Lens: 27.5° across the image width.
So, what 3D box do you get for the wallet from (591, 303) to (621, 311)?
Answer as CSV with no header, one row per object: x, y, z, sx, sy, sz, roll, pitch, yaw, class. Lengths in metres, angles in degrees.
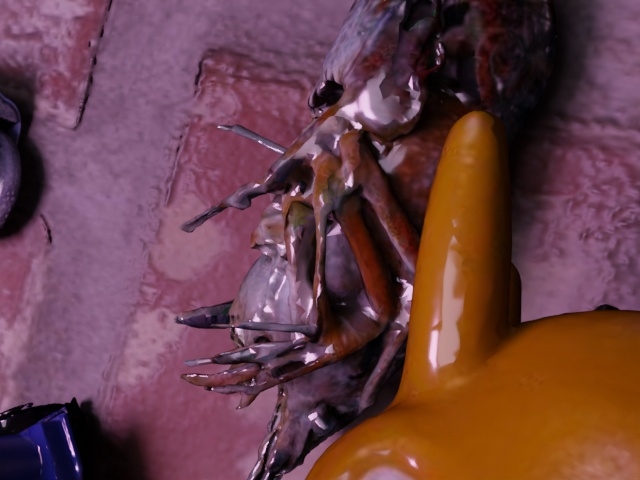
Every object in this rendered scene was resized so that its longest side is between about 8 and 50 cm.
0.130,0.196,0.636,0.221,0.071,0.262,-39,71,22,wallet

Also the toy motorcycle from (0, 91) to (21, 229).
-0.342,-0.003,0.945,0.213,0.125,0.358,37,103,40,toy motorcycle

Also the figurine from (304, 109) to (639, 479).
0.186,0.138,0.448,0.387,0.401,0.268,19,129,20,figurine

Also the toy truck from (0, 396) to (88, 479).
-0.229,0.196,0.805,0.213,0.177,0.161,-32,69,26,toy truck

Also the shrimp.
0.001,-0.002,0.718,0.372,0.137,0.172,-55,22,7,shrimp
